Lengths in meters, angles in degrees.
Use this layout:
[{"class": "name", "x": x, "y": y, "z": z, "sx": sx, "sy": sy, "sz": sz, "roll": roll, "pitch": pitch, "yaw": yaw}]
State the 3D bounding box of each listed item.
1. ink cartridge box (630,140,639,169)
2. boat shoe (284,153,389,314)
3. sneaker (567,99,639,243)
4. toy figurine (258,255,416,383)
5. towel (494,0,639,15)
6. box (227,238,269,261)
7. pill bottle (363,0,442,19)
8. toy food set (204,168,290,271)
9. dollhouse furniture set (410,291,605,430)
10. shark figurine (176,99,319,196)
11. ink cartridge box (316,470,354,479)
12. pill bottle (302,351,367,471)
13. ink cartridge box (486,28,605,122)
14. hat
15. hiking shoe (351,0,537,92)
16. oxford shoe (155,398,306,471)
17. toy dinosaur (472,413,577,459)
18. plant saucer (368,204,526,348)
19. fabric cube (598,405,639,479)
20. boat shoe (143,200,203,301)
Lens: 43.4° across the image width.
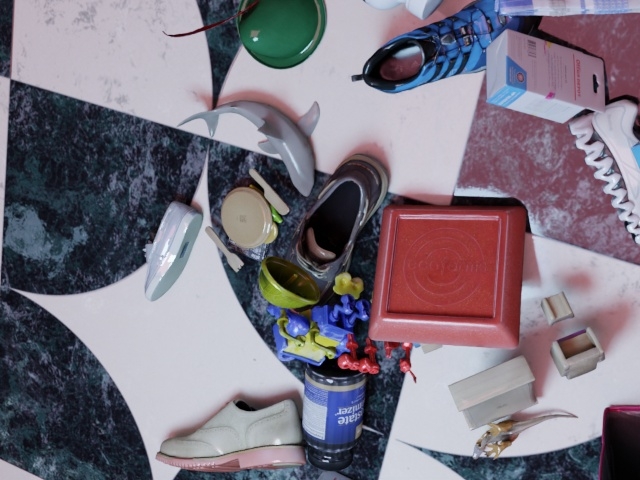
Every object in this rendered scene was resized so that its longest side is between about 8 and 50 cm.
[{"class": "ink cartridge box", "x": 0.622, "y": -0.068, "z": 1.155, "sx": 0.198, "sy": 0.197, "sz": 0.270, "roll": -17, "pitch": 100, "yaw": 50}, {"class": "boat shoe", "x": 0.000, "y": 0.000, "z": 1.503, "sx": 0.132, "sy": 0.130, "sz": 0.355, "roll": 30, "pitch": 115, "yaw": 12}, {"class": "sneaker", "x": 0.514, "y": -0.088, "z": 1.283, "sx": 0.118, "sy": 0.110, "sz": 0.292, "roll": -30, "pitch": 93, "yaw": 18}, {"class": "toy figurine", "x": -0.021, "y": 0.183, "z": 1.465, "sx": 0.217, "sy": 0.363, "sz": 0.191, "roll": -35, "pitch": 49, "yaw": 35}, {"class": "towel", "x": 0.408, "y": -0.445, "z": 1.209, "sx": 0.285, "sy": 0.034, "sz": 0.209, "roll": 0, "pitch": 105, "yaw": 5}, {"class": "box", "x": -0.143, "y": -0.001, "z": 1.625, "sx": 0.083, "sy": 0.018, "sz": 0.067, "roll": 20, "pitch": 112, "yaw": 16}, {"class": "pill bottle", "x": 0.070, "y": -0.498, "z": 1.294, "sx": 0.323, "sy": 0.181, "sz": 0.181, "roll": 36, "pitch": 116, "yaw": 8}, {"class": "toy food set", "x": -0.140, "y": -0.043, "z": 1.588, "sx": 0.132, "sy": 0.038, "sz": 0.192, "roll": 50, "pitch": 121, "yaw": 12}, {"class": "dollhouse furniture set", "x": 0.309, "y": 0.145, "z": 1.458, "sx": 0.286, "sy": 0.198, "sz": 0.303, "roll": -24, "pitch": 64, "yaw": 6}, {"class": "shark figurine", "x": -0.119, "y": -0.211, "z": 1.501, "sx": 0.278, "sy": 0.116, "sz": 0.166, "roll": 30, "pitch": 113, "yaw": 10}, {"class": "ink cartridge box", "x": 0.097, "y": 0.619, "z": 1.599, "sx": 0.307, "sy": 0.223, "sz": 0.129, "roll": 21, "pitch": 113, "yaw": 16}, {"class": "pill bottle", "x": 0.025, "y": 0.341, "z": 1.601, "sx": 0.123, "sy": 0.123, "sz": 0.219, "roll": 10, "pitch": 111, "yaw": 20}, {"class": "ink cartridge box", "x": 0.355, "y": -0.253, "z": 1.266, "sx": 0.181, "sy": 0.104, "sz": 0.061, "roll": 12, "pitch": 159, "yaw": -18}, {"class": "hat", "x": -0.114, "y": -0.374, "z": 1.406, "sx": 0.208, "sy": 0.183, "sz": 0.173, "roll": -39, "pitch": 89, "yaw": 27}, {"class": "hiking shoe", "x": 0.208, "y": -0.312, "z": 1.320, "sx": 0.304, "sy": 0.132, "sz": 0.113, "roll": -23, "pitch": 96, "yaw": 27}, {"class": "oxford shoe", "x": -0.194, "y": 0.423, "z": 1.738, "sx": 0.397, "sy": 0.140, "sz": 0.146, "roll": -12, "pitch": 68, "yaw": 31}, {"class": "toy dinosaur", "x": 0.355, "y": 0.351, "z": 1.493, "sx": 0.211, "sy": 0.112, "sz": 0.064, "roll": -31, "pitch": 78, "yaw": 33}, {"class": "plant saucer", "x": 0.216, "y": 0.049, "z": 1.387, "sx": 0.258, "sy": 0.048, "sz": 0.259, "roll": 2, "pitch": 68, "yaw": 19}, {"class": "fabric cube", "x": 0.603, "y": 0.447, "z": 1.319, "sx": 0.254, "sy": 0.259, "sz": 0.258, "roll": -5, "pitch": 106, "yaw": 23}, {"class": "boat shoe", "x": -0.323, "y": 0.020, "z": 1.681, "sx": 0.081, "sy": 0.079, "sz": 0.227, "roll": 35, "pitch": 110, "yaw": 17}]
